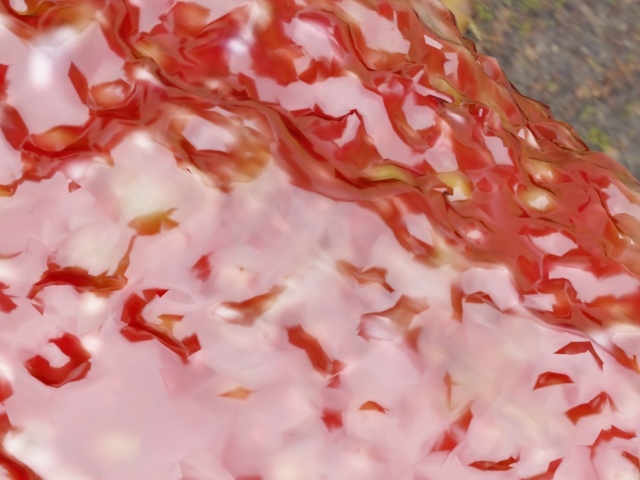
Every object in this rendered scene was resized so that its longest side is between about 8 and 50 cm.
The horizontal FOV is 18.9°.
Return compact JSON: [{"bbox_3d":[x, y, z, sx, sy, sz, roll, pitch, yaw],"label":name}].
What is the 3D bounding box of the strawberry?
[{"bbox_3d":[-0.041,0.032,0.491,0.257,0.261,0.261,45,96,1],"label":"strawberry"}]
